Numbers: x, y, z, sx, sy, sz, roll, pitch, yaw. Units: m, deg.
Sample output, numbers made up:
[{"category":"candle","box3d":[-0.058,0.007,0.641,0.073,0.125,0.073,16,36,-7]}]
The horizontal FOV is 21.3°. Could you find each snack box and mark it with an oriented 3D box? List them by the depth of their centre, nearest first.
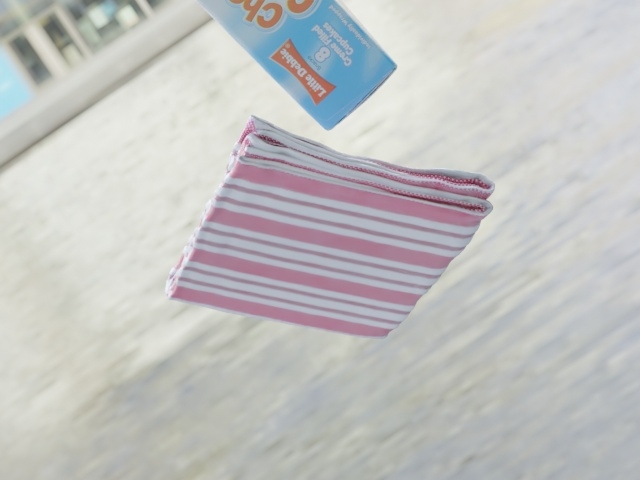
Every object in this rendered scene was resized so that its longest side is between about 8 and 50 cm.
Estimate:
[{"category":"snack box","box3d":[-0.097,-0.210,0.959,0.060,0.322,0.187,-43,20,6]}]

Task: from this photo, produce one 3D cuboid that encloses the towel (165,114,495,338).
[{"category":"towel","box3d":[0.000,0.000,0.969,0.197,0.144,0.029,124,156,-59]}]
